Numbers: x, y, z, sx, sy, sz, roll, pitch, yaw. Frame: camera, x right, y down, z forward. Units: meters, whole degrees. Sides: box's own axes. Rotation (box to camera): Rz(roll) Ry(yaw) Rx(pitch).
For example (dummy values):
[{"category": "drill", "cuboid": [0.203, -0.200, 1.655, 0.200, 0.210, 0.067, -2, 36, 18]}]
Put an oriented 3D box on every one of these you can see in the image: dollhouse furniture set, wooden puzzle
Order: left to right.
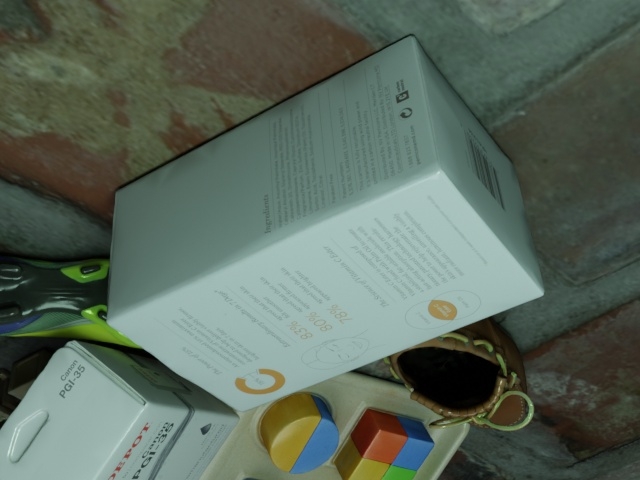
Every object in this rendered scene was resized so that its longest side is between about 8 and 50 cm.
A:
[{"category": "dollhouse furniture set", "cuboid": [-0.372, 0.251, 1.273, 0.182, 0.161, 0.101, -25, 137, 25]}, {"category": "wooden puzzle", "cuboid": [-0.011, 0.315, 1.361, 0.348, 0.080, 0.322, 21, 111, -25]}]

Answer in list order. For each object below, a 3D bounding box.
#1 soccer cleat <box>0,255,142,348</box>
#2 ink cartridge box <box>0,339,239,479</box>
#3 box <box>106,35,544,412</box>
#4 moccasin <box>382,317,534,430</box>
[{"category": "soccer cleat", "cuboid": [-0.267, 0.066, 1.136, 0.289, 0.093, 0.121, 7, 170, -21]}, {"category": "ink cartridge box", "cuboid": [-0.231, 0.238, 1.153, 0.207, 0.117, 0.283, -55, 161, -1]}, {"category": "box", "cuboid": [0.000, 0.000, 0.993, 0.345, 0.168, 0.215, -24, 137, 22]}, {"category": "moccasin", "cuboid": [0.160, 0.150, 1.198, 0.139, 0.147, 0.380, -17, 148, 12]}]
